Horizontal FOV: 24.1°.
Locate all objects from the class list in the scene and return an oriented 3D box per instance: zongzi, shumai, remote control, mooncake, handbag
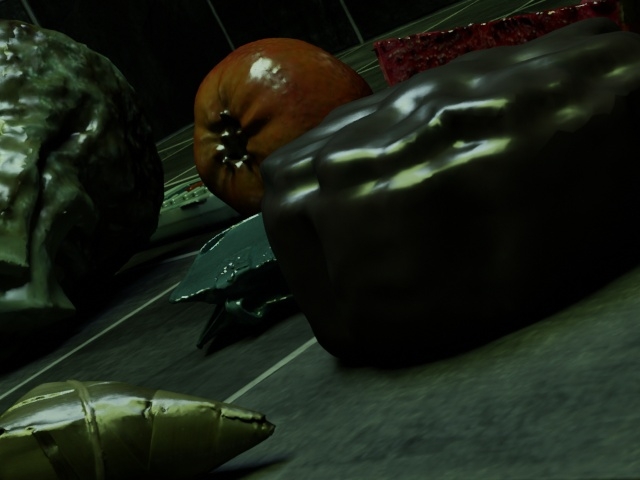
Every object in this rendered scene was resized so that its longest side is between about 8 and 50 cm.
[{"bbox_3d":[-0.108,0.110,0.882,0.176,0.078,0.160,-17,10,3],"label":"zongzi"},{"bbox_3d":[-0.354,-0.016,1.650,0.395,0.395,0.348,-25,35,13],"label":"shumai"},{"bbox_3d":[-0.134,-0.054,1.890,0.145,0.050,0.344,-34,11,-35],"label":"remote control"},{"bbox_3d":[0.099,-0.044,0.932,0.283,0.141,0.283,-24,12,5],"label":"mooncake"},{"bbox_3d":[0.000,0.000,1.190,0.229,0.062,0.179,-26,10,11],"label":"handbag"}]

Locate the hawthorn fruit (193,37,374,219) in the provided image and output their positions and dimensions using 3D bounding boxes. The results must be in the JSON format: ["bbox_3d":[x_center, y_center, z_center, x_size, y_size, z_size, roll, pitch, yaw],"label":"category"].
[{"bbox_3d":[-0.013,-0.111,1.478,0.196,0.197,0.225,-19,-3,42],"label":"hawthorn fruit"}]

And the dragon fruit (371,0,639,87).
[{"bbox_3d":[0.197,-0.140,1.259,0.274,0.126,0.161,-6,11,41],"label":"dragon fruit"}]
